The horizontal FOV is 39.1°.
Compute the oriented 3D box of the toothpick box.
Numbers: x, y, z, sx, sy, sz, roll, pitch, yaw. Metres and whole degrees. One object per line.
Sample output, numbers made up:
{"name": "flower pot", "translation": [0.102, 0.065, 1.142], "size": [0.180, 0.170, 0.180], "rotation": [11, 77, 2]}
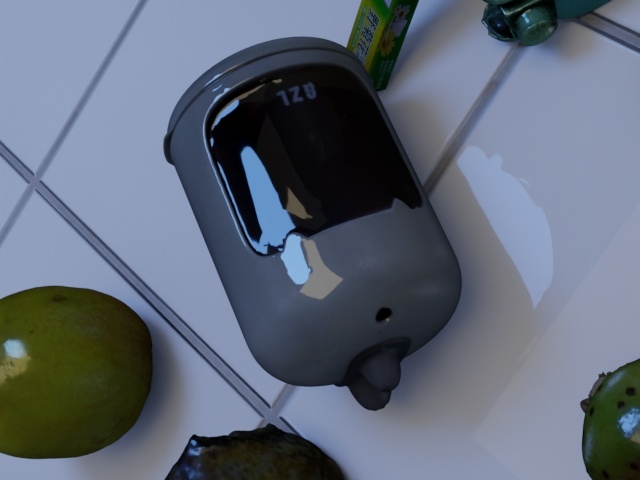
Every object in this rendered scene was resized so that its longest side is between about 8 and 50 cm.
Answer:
{"name": "toothpick box", "translation": [0.000, 0.000, 0.835], "size": [0.229, 0.229, 0.316], "rotation": [-33, 65, 21]}

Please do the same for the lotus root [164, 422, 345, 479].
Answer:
{"name": "lotus root", "translation": [-0.062, 0.337, 0.808], "size": [0.142, 0.210, 0.314], "rotation": [8, 96, 44]}

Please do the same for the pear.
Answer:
{"name": "pear", "translation": [-0.281, 0.142, 0.980], "size": [0.200, 0.200, 0.200], "rotation": [-8, 74, 30]}

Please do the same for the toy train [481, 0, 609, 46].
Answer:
{"name": "toy train", "translation": [0.192, -0.304, 0.852], "size": [0.159, 0.101, 0.248], "rotation": [-25, 67, 10]}

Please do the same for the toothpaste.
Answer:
{"name": "toothpaste", "translation": [0.065, -0.227, 0.885], "size": [0.043, 0.037, 0.178], "rotation": [54, 143, 30]}

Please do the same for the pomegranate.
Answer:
{"name": "pomegranate", "translation": [0.261, 0.148, 0.689], "size": [0.130, 0.130, 0.130], "rotation": [-8, 74, 30]}
